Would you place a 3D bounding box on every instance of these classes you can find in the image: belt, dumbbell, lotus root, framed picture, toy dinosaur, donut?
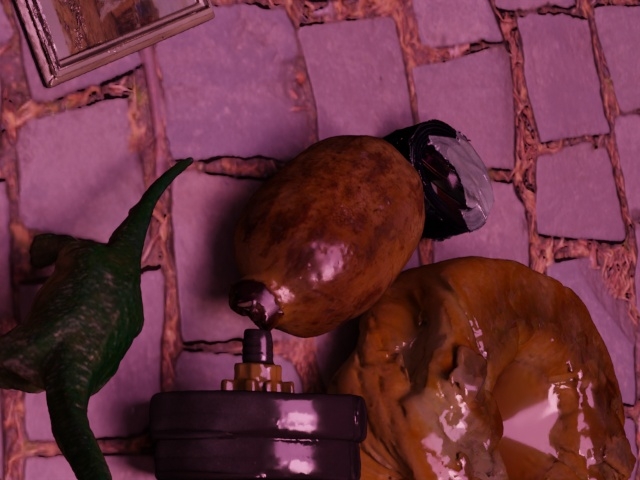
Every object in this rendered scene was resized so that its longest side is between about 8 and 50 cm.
[{"bbox_3d":[0.111,-0.059,1.809,0.140,0.058,0.105,38,53,-32],"label":"belt"},{"bbox_3d":[-0.052,0.266,1.502,0.185,0.185,0.388,7,80,-46],"label":"dumbbell"},{"bbox_3d":[0.000,0.000,1.634,0.145,0.128,0.260,54,44,-9],"label":"lotus root"},{"bbox_3d":[-0.199,-0.286,1.544,0.217,0.017,0.274,-33,108,-44],"label":"framed picture"},{"bbox_3d":[-0.148,0.061,1.344,0.087,0.301,0.447,53,53,-25],"label":"toy dinosaur"},{"bbox_3d":[0.148,0.187,1.739,0.360,0.170,0.360,17,67,-46],"label":"donut"}]

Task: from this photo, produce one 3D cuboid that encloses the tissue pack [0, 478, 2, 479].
[{"bbox_3d":[-0.224,0.262,1.322,0.090,0.186,0.222,-34,110,-10],"label":"tissue pack"}]
